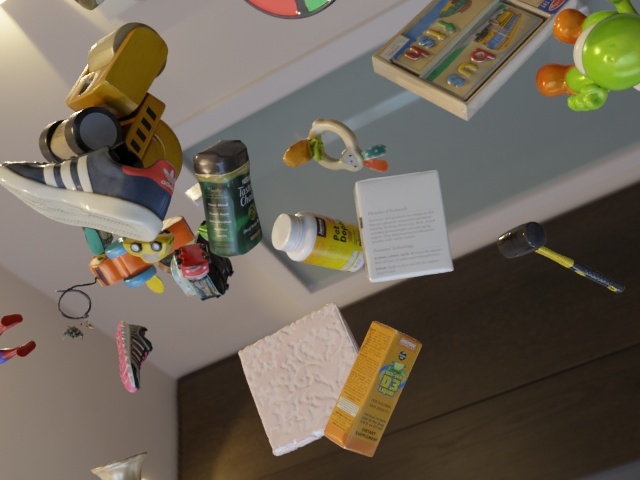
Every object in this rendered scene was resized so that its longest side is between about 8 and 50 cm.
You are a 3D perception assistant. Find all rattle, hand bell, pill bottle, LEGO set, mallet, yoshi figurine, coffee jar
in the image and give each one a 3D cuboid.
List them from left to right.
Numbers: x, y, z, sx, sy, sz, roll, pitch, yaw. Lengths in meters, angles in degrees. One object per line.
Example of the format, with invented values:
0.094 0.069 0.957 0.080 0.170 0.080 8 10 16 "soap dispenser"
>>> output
-0.598 0.220 1.764 0.054 0.023 0.083 32 -140 2 "LEGO set"
-0.417 0.606 1.587 0.126 0.126 0.241 13 -123 -70 "hand bell"
-0.153 -0.072 1.194 0.096 0.079 0.184 -48 -45 -55 "coffee jar"
0.000 0.000 1.650 0.215 0.117 0.117 13 -132 -32 "pill bottle"
0.042 -0.191 1.637 0.200 0.130 0.143 33 -155 13 "rattle"
0.331 0.026 0.948 0.190 0.062 0.039 21 -114 -9 "mallet"
0.458 -0.308 1.157 0.203 0.203 0.362 55 180 -17 "yoshi figurine"

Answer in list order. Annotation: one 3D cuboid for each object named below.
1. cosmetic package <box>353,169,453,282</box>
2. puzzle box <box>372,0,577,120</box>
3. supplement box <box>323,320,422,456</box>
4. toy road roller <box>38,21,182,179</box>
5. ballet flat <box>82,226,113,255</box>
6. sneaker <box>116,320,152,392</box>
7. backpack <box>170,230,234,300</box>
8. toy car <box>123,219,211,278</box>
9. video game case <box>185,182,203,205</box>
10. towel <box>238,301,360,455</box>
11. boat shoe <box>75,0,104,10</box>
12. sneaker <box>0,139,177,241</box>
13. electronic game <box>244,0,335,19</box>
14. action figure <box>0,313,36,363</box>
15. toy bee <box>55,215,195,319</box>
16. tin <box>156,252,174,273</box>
0.148 -0.025 1.324 0.151 0.152 0.183 57 -155 -89 "cosmetic package"
0.349 -0.470 1.624 0.272 0.409 0.052 35 162 28 "puzzle box"
0.097 0.273 1.328 0.078 0.233 0.080 28 172 -33 "supplement box"
-0.382 -0.241 1.441 0.241 0.203 0.329 34 -112 -33 "toy road roller"
-0.482 -0.049 1.531 0.188 0.070 0.070 98 166 -49 "ballet flat"
-0.411 0.258 1.611 0.075 0.063 0.170 3 -128 -29 "sneaker"
-0.358 0.066 2.121 0.165 0.145 0.188 -78 -27 -51 "backpack"
-0.238 0.004 1.410 0.225 0.239 0.053 -29 -58 -40 "toy car"
-0.243 -0.138 1.660 0.019 0.143 0.157 54 172 -20 "video game case"
-0.033 0.376 1.948 0.316 0.332 0.053 67 -166 18 "towel"
-0.245 -0.347 0.733 0.080 0.073 0.223 32 147 18 "boat shoe"
-0.394 -0.107 1.224 0.131 0.350 0.148 60 -132 -61 "sneaker"
-0.055 -0.430 1.019 0.229 0.229 0.048 59 -143 -20 "electronic game"
-0.652 0.221 1.247 0.091 0.281 0.139 65 -158 -1 "action figure"
-0.421 0.032 1.502 0.162 0.299 0.195 12 112 60 "toy bee"
-0.428 0.050 2.259 0.190 0.040 0.106 -8 -123 -31 "tin"
